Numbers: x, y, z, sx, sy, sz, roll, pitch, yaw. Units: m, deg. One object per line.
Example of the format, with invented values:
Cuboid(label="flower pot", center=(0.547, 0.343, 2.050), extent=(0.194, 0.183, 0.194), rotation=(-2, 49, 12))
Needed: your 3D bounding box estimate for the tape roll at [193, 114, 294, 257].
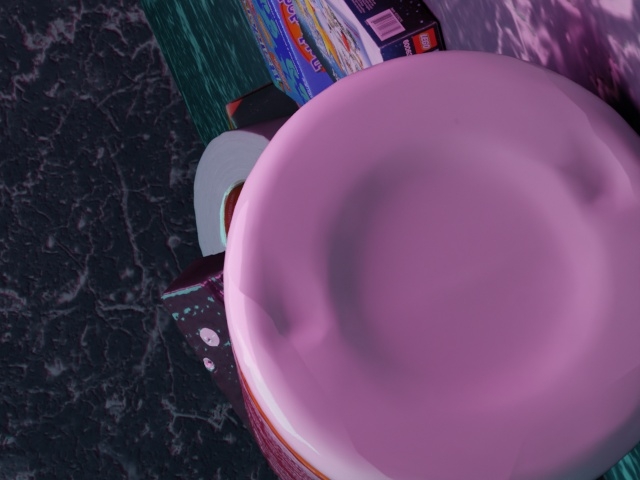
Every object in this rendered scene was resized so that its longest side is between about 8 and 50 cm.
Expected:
Cuboid(label="tape roll", center=(-0.038, -0.014, 1.791), extent=(0.219, 0.072, 0.219), rotation=(24, 123, 45))

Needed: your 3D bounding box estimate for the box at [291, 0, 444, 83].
Cuboid(label="box", center=(0.030, -0.149, 1.262), extent=(0.233, 0.044, 0.159), rotation=(59, 172, 43))

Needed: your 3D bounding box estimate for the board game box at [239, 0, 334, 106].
Cuboid(label="board game box", center=(-0.031, -0.201, 1.562), extent=(0.210, 0.047, 0.160), rotation=(-133, 18, -73))

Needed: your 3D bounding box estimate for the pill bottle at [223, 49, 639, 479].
Cuboid(label="pill bottle", center=(0.062, 0.056, 0.995), extent=(0.224, 0.224, 0.392), rotation=(63, 173, 11))

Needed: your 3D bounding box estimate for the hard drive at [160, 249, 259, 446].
Cuboid(label="hard drive", center=(0.055, 0.139, 1.347), extent=(0.237, 0.064, 0.339), rotation=(-17, 112, 43))

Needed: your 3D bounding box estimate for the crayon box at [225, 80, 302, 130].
Cuboid(label="crayon box", center=(0.000, 0.000, 1.949), extent=(0.319, 0.081, 0.202), rotation=(63, 173, 14))
